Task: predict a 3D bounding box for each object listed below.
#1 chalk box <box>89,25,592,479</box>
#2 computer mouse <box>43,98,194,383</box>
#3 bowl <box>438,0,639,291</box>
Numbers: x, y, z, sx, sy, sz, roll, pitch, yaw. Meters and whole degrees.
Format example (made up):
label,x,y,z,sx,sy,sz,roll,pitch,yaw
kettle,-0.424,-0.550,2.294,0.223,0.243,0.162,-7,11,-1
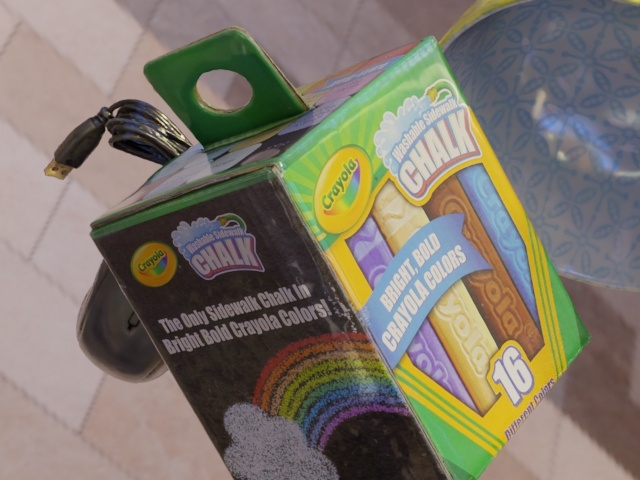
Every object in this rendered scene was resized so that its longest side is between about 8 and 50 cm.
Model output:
label,x,y,z,sx,sy,sz,roll,pitch,yaw
chalk box,0.000,0.000,0.969,0.179,0.180,0.289,-40,108,-44
computer mouse,-0.158,0.013,1.262,0.184,0.262,0.060,37,36,-6
bowl,0.231,-0.114,1.188,0.289,0.289,0.156,45,50,-20
